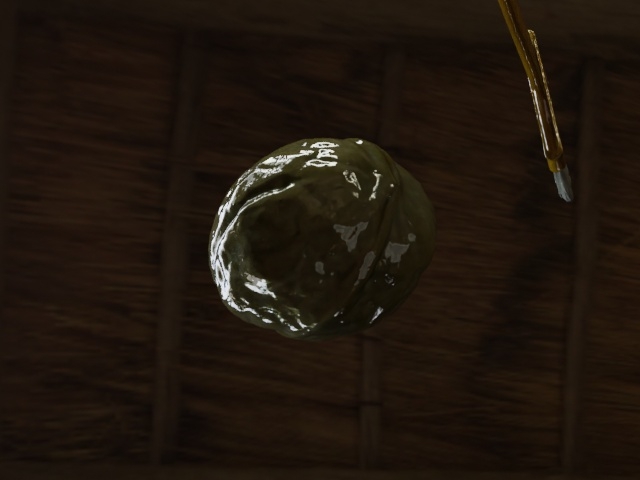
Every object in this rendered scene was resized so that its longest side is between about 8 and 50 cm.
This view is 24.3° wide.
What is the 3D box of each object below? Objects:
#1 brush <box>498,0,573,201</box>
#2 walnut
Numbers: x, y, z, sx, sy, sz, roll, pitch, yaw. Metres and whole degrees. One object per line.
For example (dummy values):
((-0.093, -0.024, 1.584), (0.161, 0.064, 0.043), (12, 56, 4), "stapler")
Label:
((0.126, -0.124, 0.934), (0.013, 0.272, 0.103), (-15, -118, 12), "brush")
((0.000, 0.000, 0.581), (0.092, 0.092, 0.092), (-3, -95, 35), "walnut")
